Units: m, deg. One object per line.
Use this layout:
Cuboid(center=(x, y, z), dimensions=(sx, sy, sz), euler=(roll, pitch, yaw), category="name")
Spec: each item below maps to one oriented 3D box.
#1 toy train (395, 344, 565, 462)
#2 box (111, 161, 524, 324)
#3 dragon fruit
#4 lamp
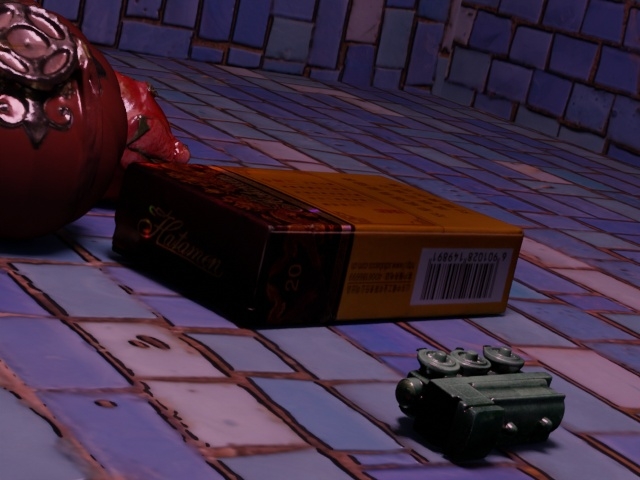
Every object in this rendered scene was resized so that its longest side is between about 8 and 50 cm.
Cuboid(center=(0.146, 0.144, 1.273), dimensions=(0.170, 0.071, 0.111), euler=(2, 25, -42), category="toy train")
Cuboid(center=(0.000, -0.001, 1.663), dimensions=(0.415, 0.115, 0.264), euler=(-1, 19, -44), category="box")
Cuboid(center=(-0.299, -0.132, 1.907), dimensions=(0.200, 0.198, 0.269), euler=(43, -28, -19), category="dragon fruit")
Cuboid(center=(-0.363, -0.140, 1.601), dimensions=(0.303, 0.257, 0.303), euler=(18, 47, -21), category="lamp")
